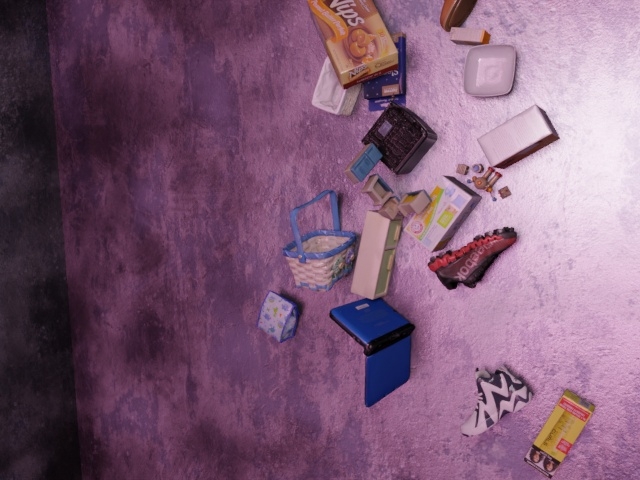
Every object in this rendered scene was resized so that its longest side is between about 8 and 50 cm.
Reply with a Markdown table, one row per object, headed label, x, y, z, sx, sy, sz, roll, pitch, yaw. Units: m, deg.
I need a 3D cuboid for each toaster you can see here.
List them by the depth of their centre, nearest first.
| label | x | y | z | sx | sy | sz | roll | pitch | yaw |
| --- | --- | --- | --- | --- | --- | --- | --- | --- | --- |
| toaster | 0.244 | -0.318 | 1.624 | 0.168 | 0.110 | 0.185 | 47 | 116 | 20 |

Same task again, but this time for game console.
| label | x | y | z | sx | sy | sz | roll | pitch | yaw |
| --- | --- | --- | --- | --- | --- | --- | --- | --- | --- |
| game console | 0.155 | 0.324 | 1.620 | 0.250 | 0.293 | 0.173 | 39 | 113 | 25 |

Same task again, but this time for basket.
| label | x | y | z | sx | sy | sz | roll | pitch | yaw |
| --- | --- | --- | --- | --- | --- | --- | --- | --- | --- |
| basket | 0.000 | 0.000 | 1.730 | 0.201 | 0.255 | 0.288 | -1 | 112 | 34 |
| basket | 0.062 | -0.499 | 1.733 | 0.113 | 0.103 | 0.167 | 29 | 109 | 28 |

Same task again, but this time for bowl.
| label | x | y | z | sx | sy | sz | roll | pitch | yaw |
| --- | --- | --- | --- | --- | --- | --- | --- | --- | --- |
| bowl | 0.478 | -0.474 | 1.496 | 0.142 | 0.053 | 0.141 | 9 | 98 | 31 |

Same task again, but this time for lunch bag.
| label | x | y | z | sx | sy | sz | roll | pitch | yaw |
| --- | --- | --- | --- | --- | --- | --- | --- | --- | --- |
| lunch bag | -0.150 | 0.270 | 1.932 | 0.129 | 0.096 | 0.151 | 26 | 116 | 29 |

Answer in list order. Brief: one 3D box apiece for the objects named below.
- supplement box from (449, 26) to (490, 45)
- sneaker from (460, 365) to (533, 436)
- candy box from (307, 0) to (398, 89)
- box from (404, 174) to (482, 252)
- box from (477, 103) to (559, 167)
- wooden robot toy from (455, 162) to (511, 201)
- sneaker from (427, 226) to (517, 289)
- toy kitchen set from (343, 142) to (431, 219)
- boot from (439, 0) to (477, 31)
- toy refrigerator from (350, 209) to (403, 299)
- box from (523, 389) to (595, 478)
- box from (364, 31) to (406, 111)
| label | x | y | z | sx | sy | sz | roll | pitch | yaw |
| --- | --- | --- | --- | --- | --- | --- | --- | --- | --- |
| supplement box | 0.425 | -0.580 | 1.516 | 0.098 | 0.062 | 0.036 | 18 | 104 | 30 |
| sneaker | 0.473 | 0.453 | 1.544 | 0.235 | 0.094 | 0.153 | -44 | 69 | 27 |
| candy box | 0.097 | -0.636 | 1.632 | 0.183 | 0.087 | 0.316 | -20 | 67 | 0 |
| box | 0.359 | -0.078 | 1.571 | 0.114 | 0.103 | 0.203 | 42 | 114 | 23 |
| box | 0.532 | -0.274 | 1.429 | 0.170 | 0.130 | 0.091 | -31 | 78 | 31 |
| wooden robot toy | 0.460 | -0.176 | 1.514 | 0.173 | 0.079 | 0.076 | 42 | 114 | 23 |
| sneaker | 0.449 | 0.059 | 1.528 | 0.276 | 0.098 | 0.135 | -31 | 77 | 33 |
| toy kitchen set | 0.208 | -0.179 | 1.542 | 0.207 | 0.122 | 0.166 | 47 | 155 | -19 |
| boot | 0.349 | -0.763 | 1.528 | 0.220 | 0.109 | 0.283 | 31 | 115 | 31 |
| toy refrigerator | 0.184 | 0.044 | 1.695 | 0.094 | 0.102 | 0.269 | 17 | 102 | 31 |
| box | 0.651 | 0.530 | 1.454 | 0.087 | 0.058 | 0.232 | 32 | 110 | 28 |
| box | 0.203 | -0.529 | 1.681 | 0.136 | 0.036 | 0.225 | 1 | 95 | 33 |
